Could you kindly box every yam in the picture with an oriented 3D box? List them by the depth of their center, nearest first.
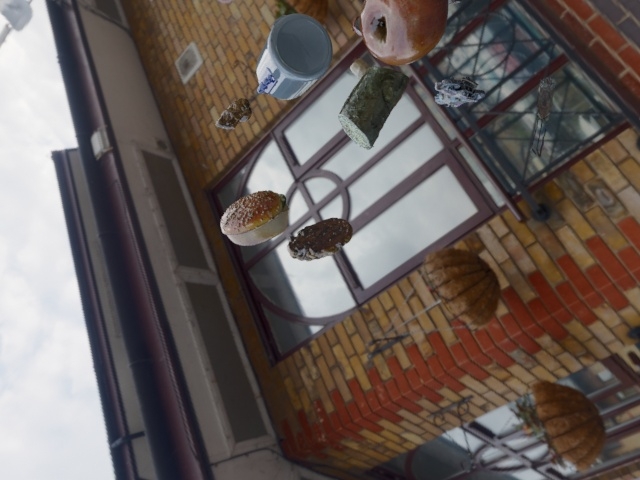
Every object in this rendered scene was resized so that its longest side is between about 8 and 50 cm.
[{"bbox_3d":[0.158,-0.431,1.490,0.154,0.254,0.154,30,-176,-2],"label":"yam"}]

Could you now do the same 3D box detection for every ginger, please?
[{"bbox_3d":[-0.348,-0.505,1.896,0.073,0.162,0.103,55,-178,15],"label":"ginger"}]

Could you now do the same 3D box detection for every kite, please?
[{"bbox_3d":[0.650,-0.361,1.378,0.127,0.016,0.229,-5,-77,-43],"label":"kite"}]

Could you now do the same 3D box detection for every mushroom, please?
[{"bbox_3d":[0.239,-0.707,2.088,0.206,0.206,0.209,12,-121,-54],"label":"mushroom"}]

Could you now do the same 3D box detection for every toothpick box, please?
[{"bbox_3d":[-0.128,-0.671,1.797,0.263,0.263,0.355,45,167,-13],"label":"toothpick box"}]

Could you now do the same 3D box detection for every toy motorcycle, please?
[{"bbox_3d":[0.548,-0.615,1.979,0.239,0.204,0.108,23,-104,-36],"label":"toy motorcycle"}]

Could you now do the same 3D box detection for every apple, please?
[{"bbox_3d":[0.239,-0.619,1.304,0.253,0.253,0.253,39,-152,-25],"label":"apple"}]

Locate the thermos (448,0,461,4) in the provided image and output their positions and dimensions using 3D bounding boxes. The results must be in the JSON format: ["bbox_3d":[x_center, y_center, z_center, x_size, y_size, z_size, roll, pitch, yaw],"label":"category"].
[{"bbox_3d":[0.475,-0.972,1.735,0.137,0.105,0.193,21,154,41],"label":"thermos"}]

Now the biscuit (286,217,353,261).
[{"bbox_3d":[0.000,0.002,2.288,0.289,0.334,0.081,-95,-14,-57],"label":"biscuit"}]

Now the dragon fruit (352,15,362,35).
[{"bbox_3d":[0.172,-0.903,2.001,0.083,0.056,0.060,41,-179,-2],"label":"dragon fruit"}]

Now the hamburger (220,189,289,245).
[{"bbox_3d":[-0.207,-0.071,1.487,0.237,0.237,0.147,-56,-47,-64],"label":"hamburger"}]
